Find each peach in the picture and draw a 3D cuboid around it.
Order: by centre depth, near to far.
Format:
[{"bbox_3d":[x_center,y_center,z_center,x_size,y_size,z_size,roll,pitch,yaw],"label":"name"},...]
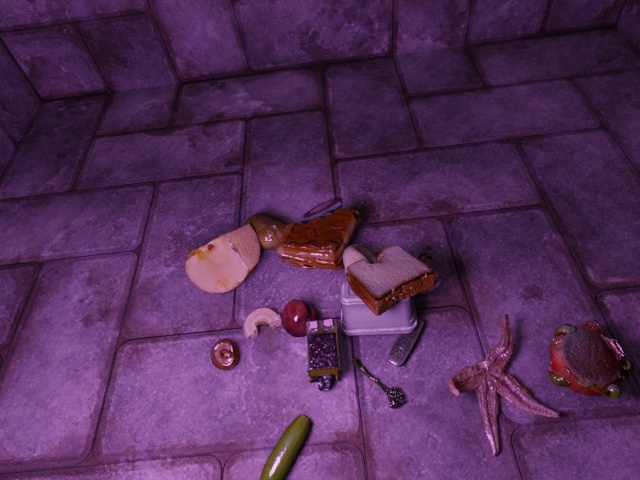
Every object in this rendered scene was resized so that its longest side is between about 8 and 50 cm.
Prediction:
[{"bbox_3d":[-0.085,0.326,1.870,0.152,0.152,0.151,-4,51,5],"label":"peach"}]

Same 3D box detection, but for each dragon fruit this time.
[{"bbox_3d":[0.962,0.437,1.639,0.269,0.130,0.295,-10,51,0],"label":"dragon fruit"}]

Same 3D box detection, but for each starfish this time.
[{"bbox_3d":[0.633,0.508,1.633,0.399,0.132,0.383,-17,57,-23],"label":"starfish"}]

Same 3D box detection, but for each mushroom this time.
[{"bbox_3d":[-0.383,0.459,1.836,0.109,0.085,0.126,-19,61,30],"label":"mushroom"}]

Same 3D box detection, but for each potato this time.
[{"bbox_3d":[-0.250,-0.044,2.178,0.197,0.148,0.228,-8,38,-36],"label":"potato"}]

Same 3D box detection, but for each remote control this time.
[{"bbox_3d":[0.341,0.401,1.809,0.072,0.042,0.222,24,59,26],"label":"remote control"}]

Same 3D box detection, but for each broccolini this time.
[{"bbox_3d":[0.213,0.527,1.721,0.254,0.057,0.071,40,23,29],"label":"broccolini"}]

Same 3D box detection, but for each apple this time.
[{"bbox_3d":[-0.446,0.076,2.052,0.309,0.252,0.313,-31,48,29],"label":"apple"}]

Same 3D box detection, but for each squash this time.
[{"bbox_3d":[-0.123,0.733,1.581,0.082,0.082,0.292,21,57,22],"label":"squash"}]

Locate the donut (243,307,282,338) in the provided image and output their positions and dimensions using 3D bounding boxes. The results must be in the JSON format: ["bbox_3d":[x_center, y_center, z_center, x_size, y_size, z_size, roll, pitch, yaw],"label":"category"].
[{"bbox_3d":[-0.251,0.345,1.920,0.166,0.065,0.108,-25,53,-11],"label":"donut"}]

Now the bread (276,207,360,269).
[{"bbox_3d":[0.000,0.000,2.089,0.315,0.191,0.369,6,41,19],"label":"bread"}]

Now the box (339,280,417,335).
[{"bbox_3d":[0.225,0.253,1.825,0.313,0.182,0.175,-4,39,8],"label":"box"}]

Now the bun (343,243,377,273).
[{"bbox_3d":[0.181,0.126,1.960,0.229,0.230,0.145,47,110,34],"label":"bun"}]

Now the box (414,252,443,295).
[{"bbox_3d":[0.435,0.149,1.937,0.151,0.151,0.135,-24,62,-11],"label":"box"}]

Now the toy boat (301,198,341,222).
[{"bbox_3d":[0.000,-0.151,2.298,0.229,0.045,0.080,-26,57,-15],"label":"toy boat"}]

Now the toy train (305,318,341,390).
[{"bbox_3d":[0.007,0.430,1.744,0.134,0.177,0.260,-6,52,3],"label":"toy train"}]

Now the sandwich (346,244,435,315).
[{"bbox_3d":[0.253,0.138,1.739,0.274,0.095,0.249,-24,40,-18],"label":"sandwich"}]
